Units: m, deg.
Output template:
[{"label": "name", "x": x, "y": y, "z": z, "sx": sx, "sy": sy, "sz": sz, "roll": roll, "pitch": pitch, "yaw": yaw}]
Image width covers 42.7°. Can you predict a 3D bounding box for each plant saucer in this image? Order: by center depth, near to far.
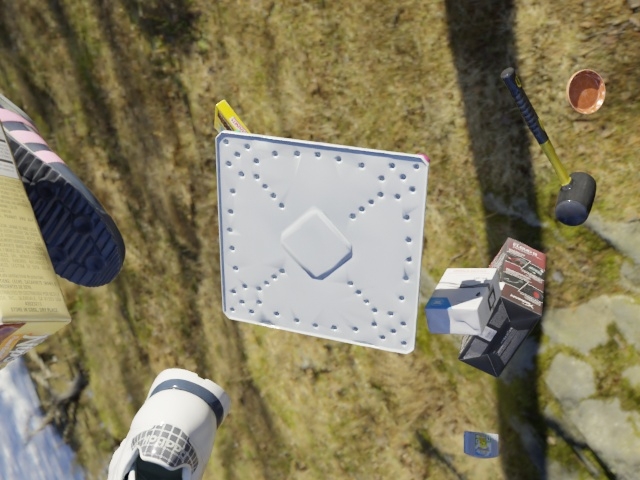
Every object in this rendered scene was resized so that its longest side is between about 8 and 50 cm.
[{"label": "plant saucer", "x": 0.499, "y": -0.279, "z": 1.542, "sx": 0.013, "sy": 0.084, "sz": 0.083, "roll": -165, "pitch": 61, "yaw": -72}]

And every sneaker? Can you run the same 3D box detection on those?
[{"label": "sneaker", "x": -0.144, "y": 0.214, "z": 0.682, "sx": 0.090, "sy": 0.094, "sz": 0.235, "roll": 17, "pitch": 125, "yaw": -2}, {"label": "sneaker", "x": -0.339, "y": -0.085, "z": 0.966, "sx": 0.112, "sy": 0.131, "sz": 0.319, "roll": -39, "pitch": 99, "yaw": 17}]

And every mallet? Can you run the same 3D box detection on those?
[{"label": "mallet", "x": 0.238, "y": -0.095, "z": 0.866, "sx": 0.039, "sy": 0.062, "sz": 0.189, "roll": -16, "pitch": 126, "yaw": 39}]

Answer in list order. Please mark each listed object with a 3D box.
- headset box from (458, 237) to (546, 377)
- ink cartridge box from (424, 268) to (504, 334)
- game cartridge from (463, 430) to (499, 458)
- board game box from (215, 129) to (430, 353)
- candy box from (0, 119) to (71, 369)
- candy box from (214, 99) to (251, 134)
[{"label": "headset box", "x": 0.441, "y": 0.149, "z": 1.970, "sx": 0.110, "sy": 0.293, "sz": 0.218, "roll": 26, "pitch": 124, "yaw": 1}, {"label": "ink cartridge box", "x": 0.278, "y": 0.104, "z": 1.563, "sx": 0.104, "sy": 0.180, "sz": 0.060, "roll": -1, "pitch": 119, "yaw": 29}, {"label": "game cartridge", "x": 0.353, "y": 0.449, "z": 1.792, "sx": 0.017, "sy": 0.083, "sz": 0.055, "roll": 139, "pitch": 137, "yaw": -65}, {"label": "board game box", "x": 0.000, "y": 0.000, "z": 1.510, "sx": 0.390, "sy": 0.050, "sz": 0.389, "roll": 10, "pitch": 117, "yaw": 17}, {"label": "candy box", "x": -0.371, "y": -0.021, "z": 0.770, "sx": 0.183, "sy": 0.088, "sz": 0.316, "roll": -33, "pitch": 72, "yaw": 21}, {"label": "candy box", "x": -0.148, "y": -0.182, "z": 1.672, "sx": 0.206, "sy": 0.027, "sz": 0.105, "roll": 52, "pitch": 163, "yaw": 10}]
